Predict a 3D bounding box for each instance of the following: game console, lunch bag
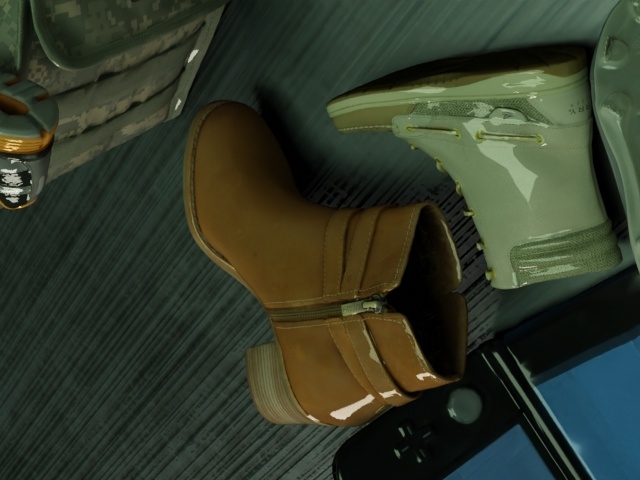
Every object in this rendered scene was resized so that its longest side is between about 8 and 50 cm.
[{"bbox_3d":[0.196,0.206,0.856,0.293,0.250,0.173,57,161,2],"label":"game console"},{"bbox_3d":[-0.189,-0.192,0.919,0.169,0.235,0.287,42,134,11],"label":"lunch bag"}]

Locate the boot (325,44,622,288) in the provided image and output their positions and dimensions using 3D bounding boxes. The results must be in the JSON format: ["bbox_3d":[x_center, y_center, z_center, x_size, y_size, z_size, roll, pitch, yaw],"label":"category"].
[{"bbox_3d":[0.107,-0.047,0.862,0.213,0.077,0.165,-2,113,40],"label":"boot"}]

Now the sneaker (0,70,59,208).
[{"bbox_3d":[-0.277,-0.088,0.829,0.215,0.084,0.083,27,135,20],"label":"sneaker"}]

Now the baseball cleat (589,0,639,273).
[{"bbox_3d":[0.216,-0.052,0.770,0.072,0.109,0.206,-5,79,15],"label":"baseball cleat"}]

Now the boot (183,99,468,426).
[{"bbox_3d":[0.000,0.000,0.904,0.220,0.109,0.283,-24,73,53],"label":"boot"}]
